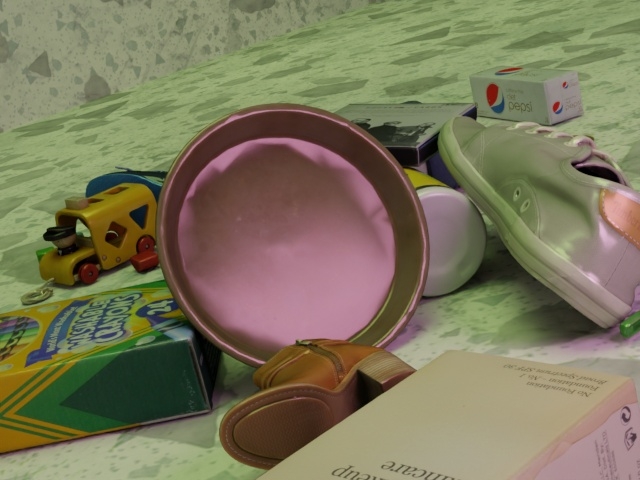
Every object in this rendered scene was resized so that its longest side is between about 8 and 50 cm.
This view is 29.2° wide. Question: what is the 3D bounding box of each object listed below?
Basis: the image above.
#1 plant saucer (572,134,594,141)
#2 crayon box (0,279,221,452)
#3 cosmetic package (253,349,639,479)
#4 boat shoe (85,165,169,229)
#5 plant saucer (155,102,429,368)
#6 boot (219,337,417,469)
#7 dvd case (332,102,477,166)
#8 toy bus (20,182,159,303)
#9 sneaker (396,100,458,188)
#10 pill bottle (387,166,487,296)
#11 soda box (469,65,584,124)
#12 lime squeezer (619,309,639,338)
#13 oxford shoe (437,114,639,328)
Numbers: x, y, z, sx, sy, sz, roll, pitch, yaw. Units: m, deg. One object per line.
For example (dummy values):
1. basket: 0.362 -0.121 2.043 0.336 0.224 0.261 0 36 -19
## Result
1. plant saucer: 0.346 -0.130 1.738 0.083 0.015 0.083 -12 17 4
2. crayon box: -0.266 0.128 1.234 0.322 0.083 0.203 -13 16 3
3. cosmetic package: 0.054 0.185 0.749 0.160 0.113 0.309 4 22 44
4. boat shoe: -0.215 -0.051 1.802 0.258 0.109 0.089 10 16 16
5. plant saucer: -0.027 -0.001 1.207 0.277 0.278 0.041 -20 -10 -22
6. boot: -0.025 0.133 1.057 0.197 0.073 0.152 -8 13 -30
7. dvd case: 0.074 -0.133 1.509 0.179 0.030 0.238 3 18 23
8. toy bus: -0.317 -0.011 1.688 0.190 0.104 0.202 -12 17 2
9. sneaker: 0.111 -0.108 1.641 0.236 0.130 0.323 -12 10 19
10. pill bottle: 0.096 -0.019 1.380 0.119 0.119 0.208 -16 16 -11
11. soda box: 0.333 -0.239 2.006 0.069 0.074 0.216 -20 18 -23
12. lime squeezer: 0.418 0.032 1.112 0.310 0.059 0.110 -9 47 7
13. oxford shoe: 0.237 -0.054 1.269 0.130 0.169 0.449 -54 18 11
